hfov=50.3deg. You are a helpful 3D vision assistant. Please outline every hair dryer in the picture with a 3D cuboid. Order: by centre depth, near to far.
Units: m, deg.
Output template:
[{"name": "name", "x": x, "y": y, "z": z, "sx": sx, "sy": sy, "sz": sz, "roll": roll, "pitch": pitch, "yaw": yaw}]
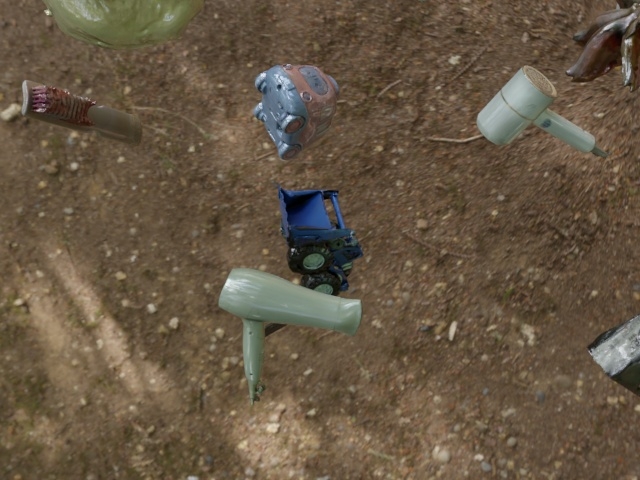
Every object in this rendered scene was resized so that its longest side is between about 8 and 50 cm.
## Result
[{"name": "hair dryer", "x": -0.060, "y": 0.163, "z": 1.030, "sx": 0.206, "sy": 0.075, "sz": 0.237, "roll": 15, "pitch": 118, "yaw": 1}, {"name": "hair dryer", "x": 0.563, "y": -0.262, "z": 1.637, "sx": 0.357, "sy": 0.107, "sz": 0.173, "roll": 24, "pitch": 132, "yaw": -20}]

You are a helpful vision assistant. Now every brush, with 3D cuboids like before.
[{"name": "brush", "x": -0.398, "y": -0.219, "z": 1.204, "sx": 0.050, "sy": 0.321, "sz": 0.060, "roll": 1, "pitch": 89, "yaw": 17}]

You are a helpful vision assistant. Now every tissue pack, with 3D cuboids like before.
[{"name": "tissue pack", "x": 0.792, "y": 0.254, "z": 1.573, "sx": 0.245, "sy": 0.332, "sz": 0.123, "roll": -46, "pitch": 41, "yaw": 16}]

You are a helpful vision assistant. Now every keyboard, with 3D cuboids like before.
[{"name": "keyboard", "x": -0.101, "y": 0.231, "z": 1.966, "sx": 0.010, "sy": 0.155, "sz": 0.053, "roll": 47, "pitch": 148, "yaw": 29}]

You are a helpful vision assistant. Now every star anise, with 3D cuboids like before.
[{"name": "star anise", "x": 0.503, "y": -0.329, "z": 1.027, "sx": 0.288, "sy": 0.288, "sz": 0.088, "roll": -30, "pitch": 116, "yaw": 28}]

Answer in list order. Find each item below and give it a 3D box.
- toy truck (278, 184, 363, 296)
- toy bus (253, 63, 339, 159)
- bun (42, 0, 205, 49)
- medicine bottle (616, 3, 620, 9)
[{"name": "toy truck", "x": 0.000, "y": 0.000, "z": 1.163, "sx": 0.126, "sy": 0.113, "sz": 0.208, "roll": -19, "pitch": 135, "yaw": 5}, {"name": "toy bus", "x": -0.057, "y": -0.400, "z": 2.046, "sx": 0.197, "sy": 0.232, "sz": 0.294, "roll": 59, "pitch": 160, "yaw": 22}, {"name": "bun", "x": -0.246, "y": -0.333, "z": 0.857, "sx": 0.229, "sy": 0.229, "sz": 0.145, "roll": 37, "pitch": 150, "yaw": 13}, {"name": "medicine bottle", "x": 0.841, "y": -0.512, "z": 1.469, "sx": 0.339, "sy": 0.208, "sz": 0.208, "roll": 13, "pitch": 108, "yaw": 1}]
